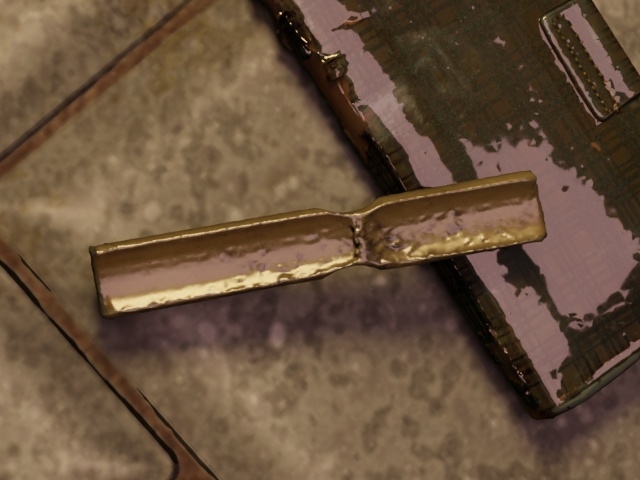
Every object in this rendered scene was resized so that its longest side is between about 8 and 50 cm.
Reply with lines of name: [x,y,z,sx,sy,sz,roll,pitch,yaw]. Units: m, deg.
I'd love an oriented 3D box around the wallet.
wallet: [0.104,-0.068,0.974,0.169,0.044,0.317,-35,93,-14]

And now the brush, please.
brush: [0.000,0.000,0.920,0.248,0.036,0.043,-11,99,-10]
